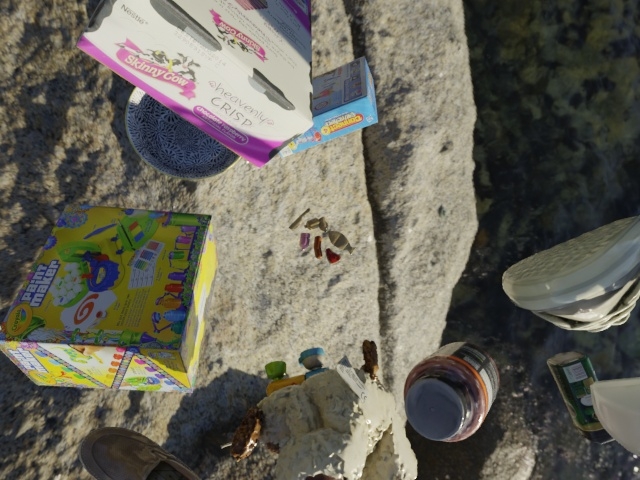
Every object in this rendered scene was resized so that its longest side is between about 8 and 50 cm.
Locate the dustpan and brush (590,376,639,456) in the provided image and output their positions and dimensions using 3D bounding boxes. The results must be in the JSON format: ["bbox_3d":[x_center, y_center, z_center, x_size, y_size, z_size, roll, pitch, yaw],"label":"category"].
[{"bbox_3d":[0.346,0.187,0.405,0.211,0.147,0.060,-4,80,-62],"label":"dustpan and brush"}]

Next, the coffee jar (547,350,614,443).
[{"bbox_3d":[0.585,0.346,0.973,0.079,0.096,0.185,-21,83,6],"label":"coffee jar"}]

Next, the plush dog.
[{"bbox_3d":[-0.006,0.271,0.664,0.262,0.225,0.211,30,49,-46],"label":"plush dog"}]

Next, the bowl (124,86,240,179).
[{"bbox_3d":[-0.185,-0.159,0.636,0.170,0.080,0.170,2,80,-10],"label":"bowl"}]

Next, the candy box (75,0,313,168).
[{"bbox_3d":[-0.085,-0.197,0.379,0.159,0.071,0.234,32,41,-35],"label":"candy box"}]

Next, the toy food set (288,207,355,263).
[{"bbox_3d":[0.000,0.000,0.842,0.122,0.019,0.078,45,80,1],"label":"toy food set"}]

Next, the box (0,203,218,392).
[{"bbox_3d":[-0.356,0.101,0.808,0.279,0.177,0.290,5,50,-4],"label":"box"}]

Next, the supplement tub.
[{"bbox_3d":[0.175,0.201,0.589,0.198,0.106,0.106,8,86,-61],"label":"supplement tub"}]

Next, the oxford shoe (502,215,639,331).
[{"bbox_3d":[0.351,0.056,0.571,0.449,0.169,0.130,4,65,-60],"label":"oxford shoe"}]

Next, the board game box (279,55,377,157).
[{"bbox_3d":[0.012,-0.411,1.330,0.301,0.308,0.086,-17,128,18],"label":"board game box"}]

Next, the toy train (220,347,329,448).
[{"bbox_3d":[-0.089,0.313,0.890,0.247,0.105,0.143,-12,55,-7],"label":"toy train"}]

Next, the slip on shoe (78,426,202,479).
[{"bbox_3d":[-0.161,0.215,0.405,0.135,0.041,0.051,33,47,5],"label":"slip on shoe"}]
